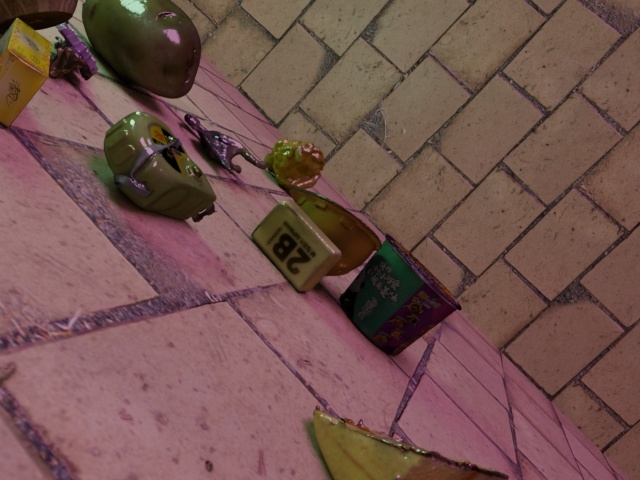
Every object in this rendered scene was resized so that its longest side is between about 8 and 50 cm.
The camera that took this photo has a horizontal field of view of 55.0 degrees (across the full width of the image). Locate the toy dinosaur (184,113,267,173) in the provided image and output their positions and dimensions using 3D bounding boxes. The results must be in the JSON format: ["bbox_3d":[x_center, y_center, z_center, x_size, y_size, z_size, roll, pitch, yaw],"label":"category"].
[{"bbox_3d":[-0.265,-0.246,1.625,0.294,0.077,0.162,34,5,42],"label":"toy dinosaur"}]

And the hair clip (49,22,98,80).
[{"bbox_3d":[-0.508,-0.381,1.246,0.106,0.084,0.292,58,-4,-34],"label":"hair clip"}]

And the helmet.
[{"bbox_3d":[0.000,0.000,1.378,0.257,0.140,0.205,25,-17,32],"label":"helmet"}]

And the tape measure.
[{"bbox_3d":[-0.272,-0.119,0.996,0.175,0.106,0.200,61,16,13],"label":"tape measure"}]

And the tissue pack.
[{"bbox_3d":[-0.436,-0.242,0.873,0.062,0.095,0.176,36,12,-34],"label":"tissue pack"}]

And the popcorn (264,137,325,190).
[{"bbox_3d":[-0.083,-0.258,2.075,0.197,0.197,0.155,36,11,-37],"label":"popcorn"}]

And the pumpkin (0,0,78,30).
[{"bbox_3d":[-0.556,-0.443,1.139,0.217,0.217,0.110,1,83,-75],"label":"pumpkin"}]

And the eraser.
[{"bbox_3d":[-0.053,0.010,1.281,0.172,0.117,0.058,48,15,19],"label":"eraser"}]

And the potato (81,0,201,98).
[{"bbox_3d":[-0.440,-0.510,1.554,0.243,0.221,0.326,-24,61,-42],"label":"potato"}]

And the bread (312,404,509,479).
[{"bbox_3d":[0.111,0.271,0.809,0.240,0.135,0.178,31,16,-43],"label":"bread"}]

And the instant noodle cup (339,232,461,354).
[{"bbox_3d":[0.176,0.136,1.446,0.251,0.190,0.251,42,10,-9],"label":"instant noodle cup"}]
